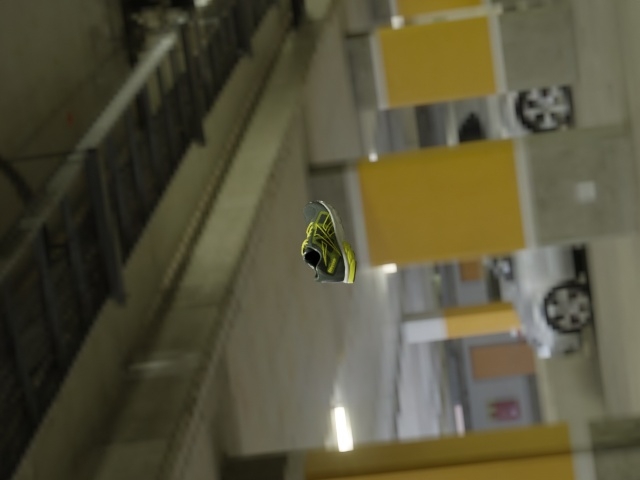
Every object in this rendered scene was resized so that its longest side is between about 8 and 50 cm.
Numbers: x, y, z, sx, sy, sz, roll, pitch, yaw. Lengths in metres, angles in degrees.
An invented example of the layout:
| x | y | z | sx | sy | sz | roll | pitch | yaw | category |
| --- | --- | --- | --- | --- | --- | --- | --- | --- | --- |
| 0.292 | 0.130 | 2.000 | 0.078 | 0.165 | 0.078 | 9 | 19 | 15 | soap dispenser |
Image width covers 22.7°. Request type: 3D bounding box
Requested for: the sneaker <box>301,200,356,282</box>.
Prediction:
| x | y | z | sx | sy | sz | roll | pitch | yaw | category |
| --- | --- | --- | --- | --- | --- | --- | --- | --- | --- |
| 0.000 | 0.000 | 1.217 | 0.083 | 0.035 | 0.031 | -118 | 29 | -42 | sneaker |
